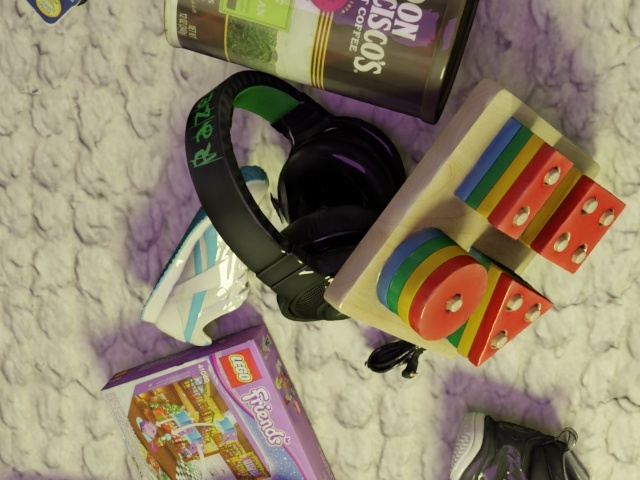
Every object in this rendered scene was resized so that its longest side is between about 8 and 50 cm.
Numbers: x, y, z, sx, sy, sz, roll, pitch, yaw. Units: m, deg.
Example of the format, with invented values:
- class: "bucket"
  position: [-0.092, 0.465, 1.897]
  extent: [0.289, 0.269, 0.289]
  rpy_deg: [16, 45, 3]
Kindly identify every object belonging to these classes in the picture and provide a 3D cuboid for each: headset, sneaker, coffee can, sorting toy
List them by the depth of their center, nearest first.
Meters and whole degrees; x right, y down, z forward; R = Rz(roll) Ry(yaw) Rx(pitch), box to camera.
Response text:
- class: "sorting toy"
  position: [0.166, 0.006, 1.456]
  extent: [0.089, 0.257, 0.255]
  rpy_deg: [41, 98, 33]
- class: "coffee can"
  position: [0.010, -0.246, 1.467]
  extent: [0.275, 0.201, 0.202]
  rpy_deg: [17, 110, 7]
- class: "headset"
  position: [0.000, 0.000, 1.546]
  extent: [0.185, 0.243, 0.394]
  rpy_deg: [-34, 123, 30]
- class: "sneaker"
  position: [-0.108, 0.016, 1.646]
  extent: [0.092, 0.087, 0.229]
  rpy_deg: [30, 118, -6]
- class: "sneaker"
  position: [0.222, 0.323, 1.657]
  extent: [0.153, 0.101, 0.269]
  rpy_deg: [3, 106, 14]

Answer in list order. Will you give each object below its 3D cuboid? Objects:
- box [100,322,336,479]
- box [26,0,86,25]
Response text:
- class: "box"
  position: [-0.100, 0.261, 1.731]
  extent: [0.201, 0.057, 0.293]
  rpy_deg: [-19, 103, 18]
- class: "box"
  position: [-0.247, -0.346, 1.577]
  extent: [0.225, 0.036, 0.136]
  rpy_deg: [-39, 96, 19]
